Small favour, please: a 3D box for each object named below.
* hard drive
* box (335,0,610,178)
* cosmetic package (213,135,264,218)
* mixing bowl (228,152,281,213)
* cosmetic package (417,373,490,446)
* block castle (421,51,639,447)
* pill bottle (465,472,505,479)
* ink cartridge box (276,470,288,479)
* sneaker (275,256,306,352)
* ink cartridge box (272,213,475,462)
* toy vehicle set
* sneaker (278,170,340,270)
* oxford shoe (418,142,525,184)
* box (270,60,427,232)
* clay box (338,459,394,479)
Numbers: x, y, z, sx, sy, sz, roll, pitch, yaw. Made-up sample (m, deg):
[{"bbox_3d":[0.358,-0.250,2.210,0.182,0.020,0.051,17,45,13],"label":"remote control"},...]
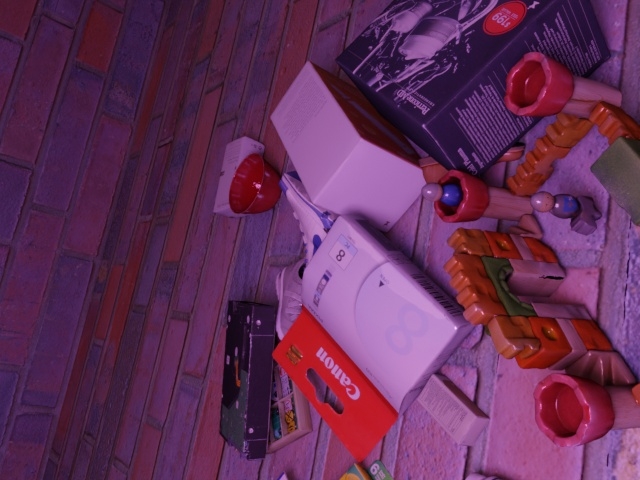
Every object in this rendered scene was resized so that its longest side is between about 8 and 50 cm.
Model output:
[{"bbox_3d":[-0.175,0.316,1.346,0.237,0.064,0.338,170,105,-67],"label":"hard drive"},{"bbox_3d":[0.249,-0.324,1.011,0.312,0.179,0.343,-45,41,8],"label":"box"},{"bbox_3d":[-0.253,-0.192,1.764,0.117,0.086,0.230,-11,65,51],"label":"cosmetic package"},{"bbox_3d":[-0.173,-0.149,1.625,0.181,0.098,0.181,-27,54,45],"label":"mixing bowl"},{"bbox_3d":[0.221,0.283,0.954,0.060,0.041,0.115,-61,37,12],"label":"cosmetic package"},{"bbox_3d":[0.320,0.001,0.740,0.303,0.213,0.453,118,148,-41],"label":"block castle"},{"bbox_3d":[0.267,0.386,0.825,0.120,0.067,0.067,8,81,54],"label":"pill bottle"},{"bbox_3d":[-0.032,0.658,1.098,0.175,0.069,0.371,-57,40,18],"label":"ink cartridge box"},{"bbox_3d":[-0.038,0.149,1.303,0.115,0.105,0.281,-47,41,30],"label":"sneaker"},{"bbox_3d":[0.058,0.191,1.079,0.308,0.091,0.384,45,114,29],"label":"ink cartridge box"},{"bbox_3d":[-0.101,0.350,1.354,0.166,0.035,0.266,-42,45,35],"label":"toy vehicle set"},{"bbox_3d":[0.001,0.001,1.248,0.315,0.128,0.182,48,126,20],"label":"sneaker"},{"bbox_3d":[0.284,-0.138,1.058,0.212,0.076,0.075,-7,100,48],"label":"oxford shoe"},{"bbox_3d":[0.057,-0.210,1.247,0.168,0.215,0.345,-51,40,25],"label":"box"},{"bbox_3d":[0.050,0.509,1.021,0.222,0.053,0.127,-49,40,2],"label":"clay box"}]
